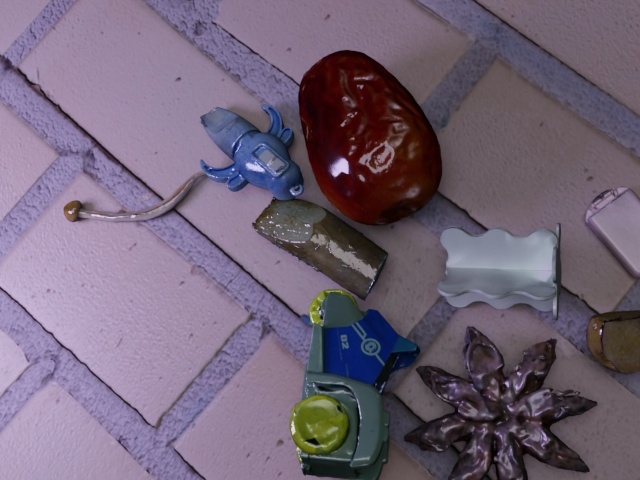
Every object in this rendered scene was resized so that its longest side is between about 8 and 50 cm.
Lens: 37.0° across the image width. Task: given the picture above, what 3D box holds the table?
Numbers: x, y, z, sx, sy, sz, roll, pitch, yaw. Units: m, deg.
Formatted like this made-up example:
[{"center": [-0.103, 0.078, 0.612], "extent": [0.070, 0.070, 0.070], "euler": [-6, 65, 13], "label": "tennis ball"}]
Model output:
[{"center": [0.304, 0.049, 1.627], "extent": [0.198, 0.166, 0.166], "euler": [1, 77, 17], "label": "table"}]

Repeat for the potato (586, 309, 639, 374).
[{"center": [0.514, 0.165, 1.612], "extent": [0.172, 0.089, 0.100], "euler": [-6, 97, -24], "label": "potato"}]

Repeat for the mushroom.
[{"center": [-0.337, -0.073, 1.811], "extent": [0.306, 0.043, 0.068], "euler": [-11, 99, 4], "label": "mushroom"}]

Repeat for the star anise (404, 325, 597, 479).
[{"center": [0.296, 0.298, 1.585], "extent": [0.332, 0.117, 0.331], "euler": [-4, 75, 13], "label": "star anise"}]

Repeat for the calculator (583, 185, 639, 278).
[{"center": [0.541, -0.014, 1.660], "extent": [0.100, 0.032, 0.175], "euler": [-37, 75, 0], "label": "calculator"}]

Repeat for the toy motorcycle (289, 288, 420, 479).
[{"center": [0.062, 0.239, 1.613], "extent": [0.200, 0.191, 0.326], "euler": [6, 65, 7], "label": "toy motorcycle"}]

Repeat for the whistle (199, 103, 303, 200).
[{"center": [-0.124, -0.162, 1.768], "extent": [0.180, 0.093, 0.269], "euler": [-43, 59, -8], "label": "whistle"}]

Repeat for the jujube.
[{"center": [0.079, -0.180, 1.686], "extent": [0.223, 0.223, 0.318], "euler": [-26, 71, 2], "label": "jujube"}]

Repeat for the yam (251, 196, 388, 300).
[{"center": [0.000, 0.000, 1.709], "extent": [0.259, 0.106, 0.106], "euler": [33, 84, 13], "label": "yam"}]
